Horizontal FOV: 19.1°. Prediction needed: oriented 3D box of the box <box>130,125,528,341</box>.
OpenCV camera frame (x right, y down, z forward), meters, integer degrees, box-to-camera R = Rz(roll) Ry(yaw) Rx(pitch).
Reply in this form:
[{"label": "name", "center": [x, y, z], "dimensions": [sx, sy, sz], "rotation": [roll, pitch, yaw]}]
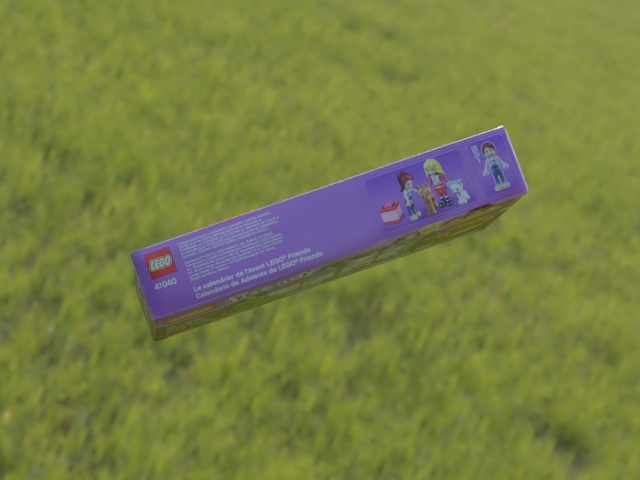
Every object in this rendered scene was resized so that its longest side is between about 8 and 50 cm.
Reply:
[{"label": "box", "center": [0.000, 0.000, 1.471], "dimensions": [0.293, 0.057, 0.201], "rotation": [-19, -6, -6]}]
